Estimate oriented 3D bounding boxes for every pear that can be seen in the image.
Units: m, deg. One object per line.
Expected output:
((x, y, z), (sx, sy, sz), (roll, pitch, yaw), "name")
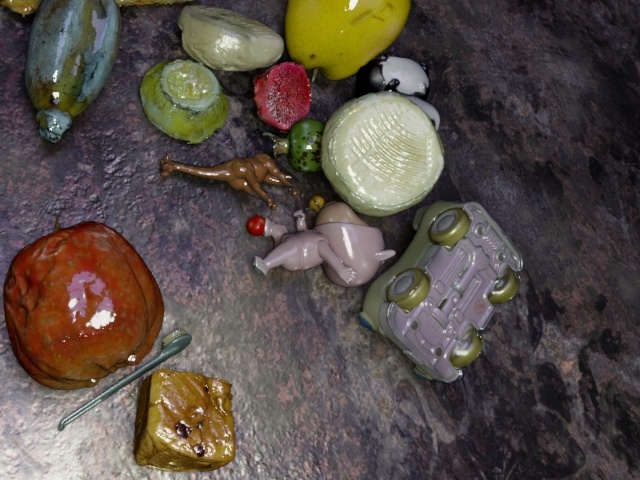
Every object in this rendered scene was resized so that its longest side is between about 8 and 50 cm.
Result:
((0.052, -0.542, 1.619), (0.336, 0.285, 0.285), (-36, 85, 7), "pear")

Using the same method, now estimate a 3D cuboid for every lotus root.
((-0.482, -0.338, 1.331), (0.158, 0.140, 0.322), (22, 76, -43), "lotus root")

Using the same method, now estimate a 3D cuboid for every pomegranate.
((-0.044, -0.202, 1.493), (0.161, 0.122, 0.122), (3, 66, -10), "pomegranate")

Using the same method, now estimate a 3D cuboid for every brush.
((-0.333, 0.235, 1.198), (0.266, 0.062, 0.027), (-34, 70, -29), "brush")

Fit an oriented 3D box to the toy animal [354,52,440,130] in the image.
((0.174, -0.290, 1.600), (0.187, 0.165, 0.235), (4, 66, -27), "toy animal")

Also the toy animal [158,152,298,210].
((-0.182, -0.129, 1.415), (0.229, 0.066, 0.224), (38, 45, 15), "toy animal")

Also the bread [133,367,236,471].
((-0.226, 0.300, 1.157), (0.149, 0.158, 0.143), (11, 59, -20), "bread")

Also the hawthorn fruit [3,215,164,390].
((-0.381, 0.105, 1.122), (0.258, 0.258, 0.262), (-30, 111, -32), "hawthorn fruit")

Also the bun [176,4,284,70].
((-0.201, -0.422, 1.490), (0.237, 0.116, 0.210), (23, 25, 17), "bun")

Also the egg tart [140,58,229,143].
((-0.279, -0.301, 1.444), (0.197, 0.078, 0.197), (9, 63, -19), "egg tart")

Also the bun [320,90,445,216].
((0.116, -0.174, 1.442), (0.259, 0.152, 0.260), (0, 88, -10), "bun")

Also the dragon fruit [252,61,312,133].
((-0.103, -0.315, 1.534), (0.153, 0.111, 0.153), (-16, 114, -40), "dragon fruit")

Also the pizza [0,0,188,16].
((-0.485, -0.588, 1.446), (0.440, 0.130, 0.406), (36, 55, -7), "pizza")

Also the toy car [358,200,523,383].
((0.234, 0.095, 1.452), (0.242, 0.226, 0.336), (44, 71, -23), "toy car")

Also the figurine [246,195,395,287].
((0.000, 0.000, 1.394), (0.287, 0.176, 0.186), (1, 88, -11), "figurine")
